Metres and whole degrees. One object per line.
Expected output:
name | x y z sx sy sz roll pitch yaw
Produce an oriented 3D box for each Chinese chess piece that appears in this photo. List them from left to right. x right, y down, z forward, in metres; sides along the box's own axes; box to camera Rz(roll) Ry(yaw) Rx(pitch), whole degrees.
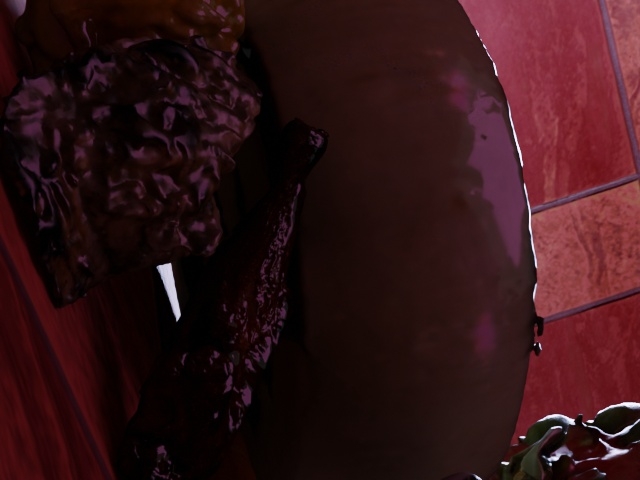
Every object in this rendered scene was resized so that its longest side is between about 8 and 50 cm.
Chinese chess piece | 0.000 0.000 1.051 0.349 0.146 0.349 173 -90 -74

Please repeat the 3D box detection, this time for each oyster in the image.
oyster | -0.078 -0.040 0.795 0.177 0.056 0.105 -26 100 -56

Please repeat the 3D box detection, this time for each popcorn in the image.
popcorn | -0.096 -0.102 0.888 0.106 0.121 0.116 23 47 -27

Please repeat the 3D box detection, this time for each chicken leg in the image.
chicken leg | -0.042 0.039 0.826 0.089 0.048 0.219 -57 -174 50

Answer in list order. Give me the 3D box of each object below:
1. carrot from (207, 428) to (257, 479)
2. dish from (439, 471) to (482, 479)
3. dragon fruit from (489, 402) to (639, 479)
carrot | -0.056 0.124 0.910 0.048 0.048 0.139 70 -1 -46
dish | 0.029 0.253 0.907 0.080 0.182 0.243 10 -54 50
dragon fruit | 0.211 0.229 1.090 0.303 0.237 0.231 27 8 -10
